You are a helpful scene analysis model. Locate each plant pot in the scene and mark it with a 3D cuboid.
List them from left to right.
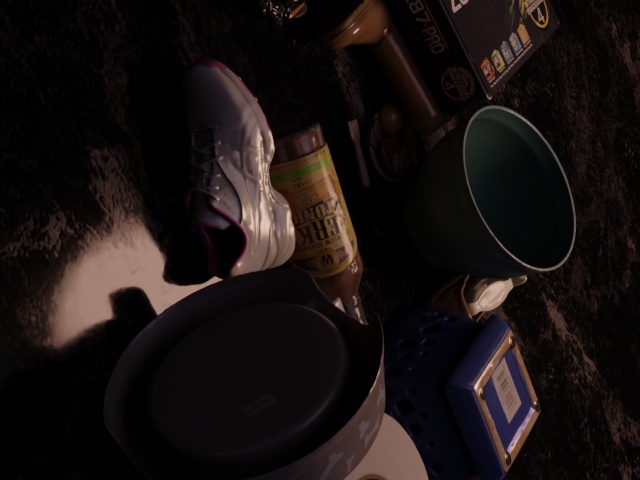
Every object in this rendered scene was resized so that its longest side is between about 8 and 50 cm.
[{"bbox_3d":[0.212,0.255,1.926,0.236,0.212,0.236,-45,120,-47],"label":"plant pot"},{"bbox_3d":[0.268,-0.057,2.049,0.293,0.196,0.293,23,55,-37],"label":"plant pot"}]

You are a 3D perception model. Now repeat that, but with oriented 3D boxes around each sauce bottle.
[{"bbox_3d":[0.000,0.000,1.767,0.111,0.111,0.344,-36,112,-51],"label":"sauce bottle"}]

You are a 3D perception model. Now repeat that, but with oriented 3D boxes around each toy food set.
[{"bbox_3d":[0.122,-0.164,2.026,0.192,0.038,0.132,-26,105,-53],"label":"toy food set"}]

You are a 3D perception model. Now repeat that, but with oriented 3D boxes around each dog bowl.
[{"bbox_3d":[-0.080,0.186,1.445,0.349,0.348,0.102,-60,143,-40],"label":"dog bowl"}]

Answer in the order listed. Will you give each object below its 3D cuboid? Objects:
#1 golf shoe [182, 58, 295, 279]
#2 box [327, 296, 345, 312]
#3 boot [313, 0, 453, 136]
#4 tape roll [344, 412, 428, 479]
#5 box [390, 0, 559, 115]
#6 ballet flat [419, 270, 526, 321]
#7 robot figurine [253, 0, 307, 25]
[{"bbox_3d":[-0.129,-0.089,1.610,0.140,0.115,0.306,-33,109,-48],"label":"golf shoe"},{"bbox_3d":[-0.022,0.143,1.719,0.101,0.102,0.087,-42,119,-48],"label":"box"},{"bbox_3d":[0.121,-0.287,1.973,0.269,0.089,0.236,57,41,-18],"label":"boot"},{"bbox_3d":[0.040,0.424,1.643,0.392,0.072,0.392,12,76,-56],"label":"tape roll"},{"bbox_3d":[0.258,-0.437,2.081,0.318,0.097,0.395,61,39,-12],"label":"box"},{"bbox_3d":[0.295,0.073,2.148,0.342,0.124,0.116,-39,113,-50],"label":"ballet flat"},{"bbox_3d":[-0.091,-0.437,1.746,0.291,0.085,0.211,12,75,-52],"label":"robot figurine"}]
